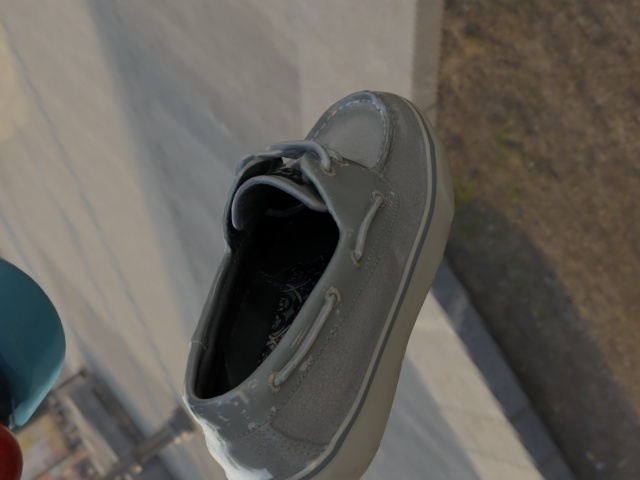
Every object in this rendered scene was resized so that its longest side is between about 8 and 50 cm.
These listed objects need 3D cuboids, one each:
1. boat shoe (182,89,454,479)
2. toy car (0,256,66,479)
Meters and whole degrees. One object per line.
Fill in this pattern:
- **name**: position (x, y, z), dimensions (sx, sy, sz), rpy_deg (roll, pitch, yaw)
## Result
- **boat shoe**: position (-0.001, 0.001, 0.575), dimensions (0.079, 0.227, 0.081), rpy_deg (-14, 130, 28)
- **toy car**: position (-0.093, 0.154, 0.472), dimensions (0.238, 0.219, 0.210), rpy_deg (18, 126, 9)
